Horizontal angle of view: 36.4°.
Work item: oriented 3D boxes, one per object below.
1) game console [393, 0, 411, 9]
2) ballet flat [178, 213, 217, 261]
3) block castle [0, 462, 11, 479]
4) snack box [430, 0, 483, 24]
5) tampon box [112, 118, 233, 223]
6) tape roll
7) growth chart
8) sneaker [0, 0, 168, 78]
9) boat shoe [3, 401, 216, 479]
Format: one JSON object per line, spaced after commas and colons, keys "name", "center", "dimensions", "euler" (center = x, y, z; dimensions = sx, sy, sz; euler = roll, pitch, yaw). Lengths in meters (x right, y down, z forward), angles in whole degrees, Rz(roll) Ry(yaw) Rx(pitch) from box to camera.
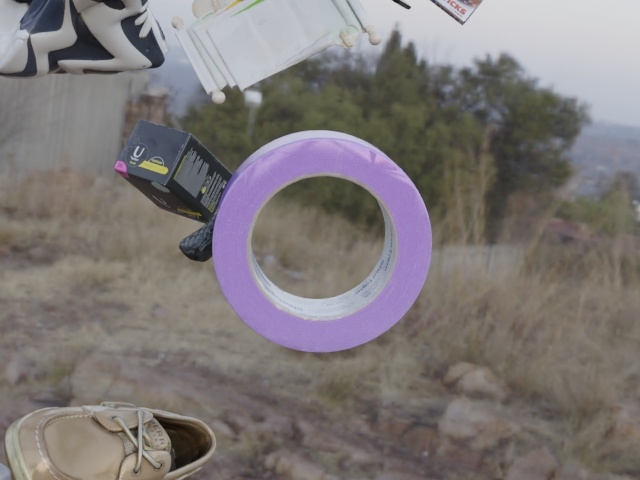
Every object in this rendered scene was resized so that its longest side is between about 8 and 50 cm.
{"name": "game console", "center": [0.135, -0.494, 1.810], "dimensions": [0.107, 0.071, 0.122], "euler": [41, 16, 10]}
{"name": "ballet flat", "center": [-0.139, -0.038, 1.428], "dimensions": [0.049, 0.057, 0.173], "euler": [30, 62, 27]}
{"name": "block castle", "center": [-0.342, 0.330, 0.824], "dimensions": [0.213, 0.453, 0.303], "euler": [-14, 24, -22]}
{"name": "snack box", "center": [0.206, -0.465, 1.746], "dimensions": [0.178, 0.064, 0.022], "euler": [39, -7, 5]}
{"name": "tampon box", "center": [-0.250, -0.116, 1.671], "dimensions": [0.120, 0.101, 0.161], "euler": [17, -15, 30]}
{"name": "tape roll", "center": [0.000, 0.000, 1.247], "dimensions": [0.275, 0.274, 0.090], "euler": [8, 12, -7]}
{"name": "growth chart", "center": [-0.061, -0.266, 1.201], "dimensions": [0.237, 0.172, 0.021], "euler": [-22, -27, 4]}
{"name": "sneaker", "center": [-0.160, -0.208, 0.795], "dimensions": [0.153, 0.235, 0.094], "euler": [-6, 61, -59]}
{"name": "boat shoe", "center": [-0.229, 0.233, 1.110], "dimensions": [0.110, 0.121, 0.341], "euler": [-26, -15, 12]}
